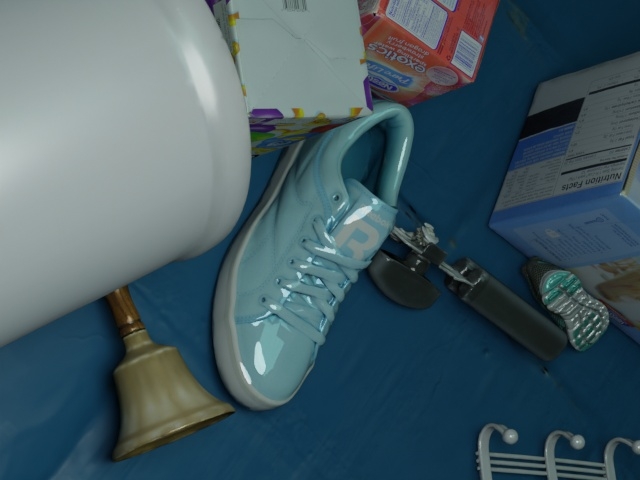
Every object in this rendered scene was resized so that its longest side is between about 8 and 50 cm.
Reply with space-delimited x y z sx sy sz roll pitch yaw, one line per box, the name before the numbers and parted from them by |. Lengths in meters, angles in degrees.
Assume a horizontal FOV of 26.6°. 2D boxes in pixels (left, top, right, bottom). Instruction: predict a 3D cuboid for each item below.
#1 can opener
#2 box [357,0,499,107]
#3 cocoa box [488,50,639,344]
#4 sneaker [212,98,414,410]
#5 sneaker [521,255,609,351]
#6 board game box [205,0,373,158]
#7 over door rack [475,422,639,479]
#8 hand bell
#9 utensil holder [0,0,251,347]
can opener | 0.169 0.064 1.584 0.280 0.074 0.093 31 99 -26
box | 0.116 -0.323 1.562 0.154 0.142 0.300 31 64 -28
cocoa box | 0.426 -0.035 1.677 0.347 0.231 0.228 36 63 -25
sneaker | 0.000 0.000 1.411 0.135 0.150 0.366 29 65 -28
sneaker | 0.300 0.073 1.672 0.065 0.076 0.166 -41 133 -3
board game box | -0.097 -0.154 1.290 0.144 0.275 0.142 -5 84 -37
over door rack | 0.296 0.384 1.581 0.239 0.108 0.324 11 75 -33
hand bell | -0.185 0.078 1.309 0.126 0.126 0.242 -16 78 -37
utensil holder | -0.303 -0.061 1.097 0.385 0.328 0.327 -30 99 -34
